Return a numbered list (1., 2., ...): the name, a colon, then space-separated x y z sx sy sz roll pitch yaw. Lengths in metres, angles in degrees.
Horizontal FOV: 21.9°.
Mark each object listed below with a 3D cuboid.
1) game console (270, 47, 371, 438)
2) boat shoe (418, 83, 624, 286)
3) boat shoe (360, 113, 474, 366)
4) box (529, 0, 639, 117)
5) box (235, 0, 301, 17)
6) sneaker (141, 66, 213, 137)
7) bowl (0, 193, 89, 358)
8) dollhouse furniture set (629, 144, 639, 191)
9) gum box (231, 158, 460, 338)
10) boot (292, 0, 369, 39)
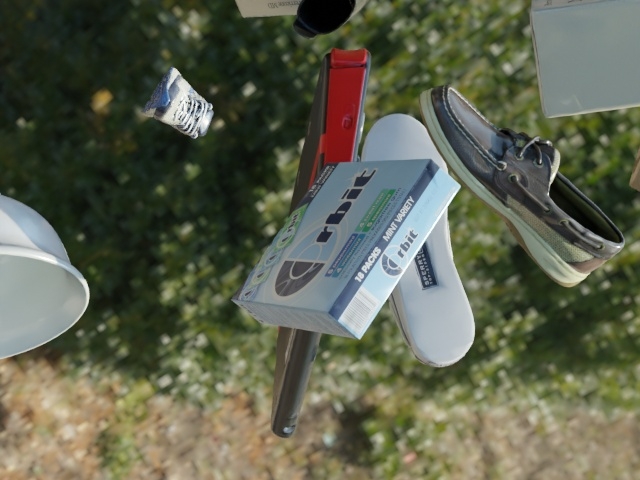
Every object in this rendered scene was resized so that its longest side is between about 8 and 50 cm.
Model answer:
1. game console: 0.000 0.000 1.953 0.060 0.386 0.342 7 52 -5
2. boat shoe: 0.117 -0.039 0.951 0.152 0.049 0.056 44 30 -24
3. boat shoe: 0.098 0.003 1.748 0.096 0.088 0.267 -16 84 -13
4. box: 0.312 -0.173 1.350 0.113 0.275 0.094 -71 152 -69
5. box: -0.068 -0.441 2.303 0.127 0.149 0.232 -44 122 -35
6. sneaker: -0.127 -0.125 1.551 0.058 0.052 0.135 33 4 1
7. bowl: -0.403 0.022 1.765 0.298 0.298 0.134 14 55 -46
8. dollhouse furniture set: 0.246 -0.072 0.827 0.151 0.123 0.144 -1 23 -33
9. gum box: 0.018 0.004 1.406 0.041 0.184 0.157 41 73 -23
10. boot: 0.063 -0.244 1.310 0.077 0.198 0.137 38 41 -3
